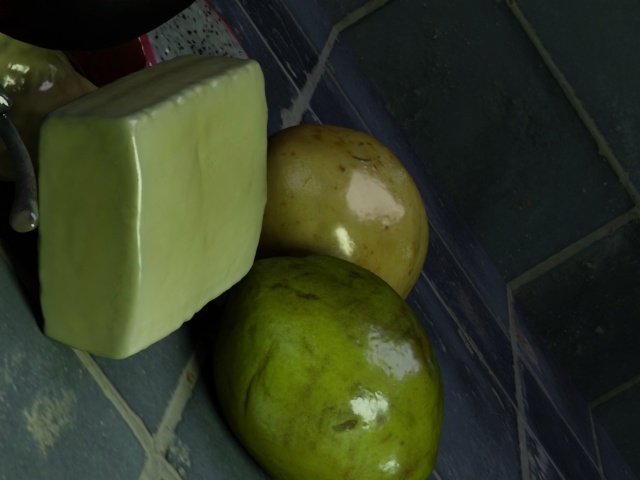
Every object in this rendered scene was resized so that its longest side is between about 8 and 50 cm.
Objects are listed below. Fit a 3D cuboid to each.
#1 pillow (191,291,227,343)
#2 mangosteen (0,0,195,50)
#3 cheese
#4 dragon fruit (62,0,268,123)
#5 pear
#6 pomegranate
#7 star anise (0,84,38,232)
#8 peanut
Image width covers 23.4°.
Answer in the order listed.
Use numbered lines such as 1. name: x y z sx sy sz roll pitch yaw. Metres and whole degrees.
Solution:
1. pillow: -0.142 0.068 1.842 0.150 0.048 0.090 55 12 -23
2. mangosteen: -0.243 -0.331 1.426 0.347 0.307 0.307 13 -27 48
3. cheese: -0.161 -0.042 1.525 0.265 0.124 0.242 -38 131 -59
4. dragon fruit: -0.211 -0.174 1.877 0.290 0.189 0.291 45 26 -29
5. pear: 0.009 0.160 1.768 0.321 0.269 0.269 61 14 26
6. pomegranate: -0.010 -0.014 2.002 0.307 0.307 0.307 53 15 -20
7. star anise: -0.398 -0.177 1.320 0.316 0.139 0.359 19 40 -45
8. peanut: -0.276 -0.113 1.572 0.313 0.149 0.149 41 22 -55
